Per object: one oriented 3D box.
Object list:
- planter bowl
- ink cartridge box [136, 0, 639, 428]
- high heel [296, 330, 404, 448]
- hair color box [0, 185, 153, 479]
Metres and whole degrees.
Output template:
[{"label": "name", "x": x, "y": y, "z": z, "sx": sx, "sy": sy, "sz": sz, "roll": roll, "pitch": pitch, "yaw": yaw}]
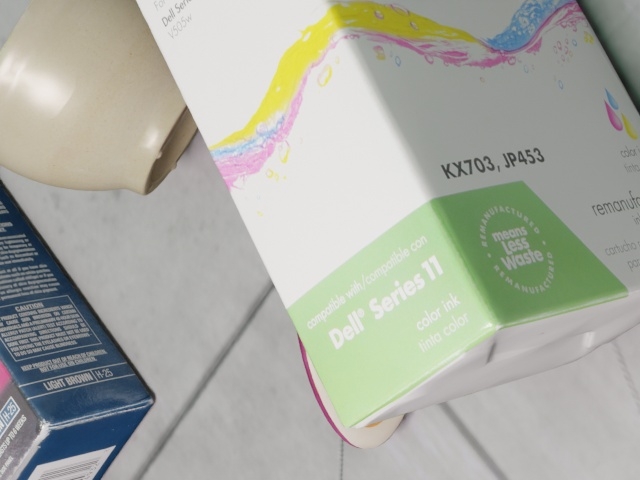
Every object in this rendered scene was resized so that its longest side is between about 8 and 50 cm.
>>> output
[{"label": "planter bowl", "x": -0.129, "y": -0.096, "z": 1.234, "sx": 0.109, "sy": 0.162, "sz": 0.162, "roll": 31, "pitch": 119, "yaw": 4}, {"label": "ink cartridge box", "x": 0.037, "y": -0.099, "z": 1.036, "sx": 0.119, "sy": 0.207, "sz": 0.353, "roll": -39, "pitch": 72, "yaw": 40}, {"label": "high heel", "x": 0.000, "y": 0.000, "z": 1.190, "sx": 0.117, "sy": 0.082, "sz": 0.244, "roll": -156, "pitch": 51, "yaw": -67}, {"label": "hair color box", "x": -0.282, "y": 0.048, "z": 1.411, "sx": 0.347, "sy": 0.105, "sz": 0.174, "roll": 52, "pitch": 126, "yaw": 24}]
